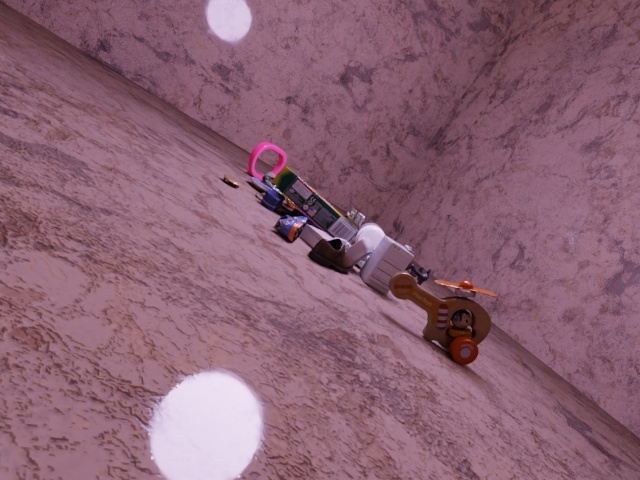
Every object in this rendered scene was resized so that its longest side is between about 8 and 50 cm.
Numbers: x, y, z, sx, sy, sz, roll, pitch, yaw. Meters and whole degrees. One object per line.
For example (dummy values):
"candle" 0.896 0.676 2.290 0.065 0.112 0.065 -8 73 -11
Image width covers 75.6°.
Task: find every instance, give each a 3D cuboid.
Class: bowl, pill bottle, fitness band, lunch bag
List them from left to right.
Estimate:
"fitness band" -0.294 -0.429 2.269 0.054 0.209 0.291 39 11 22
"lunch bag" -0.194 -0.162 1.676 0.067 0.065 0.098 39 19 9
"bowl" 0.138 0.049 1.559 0.053 0.142 0.142 60 16 12
"pill bottle" 0.268 -0.007 2.209 0.160 0.160 0.283 34 8 1

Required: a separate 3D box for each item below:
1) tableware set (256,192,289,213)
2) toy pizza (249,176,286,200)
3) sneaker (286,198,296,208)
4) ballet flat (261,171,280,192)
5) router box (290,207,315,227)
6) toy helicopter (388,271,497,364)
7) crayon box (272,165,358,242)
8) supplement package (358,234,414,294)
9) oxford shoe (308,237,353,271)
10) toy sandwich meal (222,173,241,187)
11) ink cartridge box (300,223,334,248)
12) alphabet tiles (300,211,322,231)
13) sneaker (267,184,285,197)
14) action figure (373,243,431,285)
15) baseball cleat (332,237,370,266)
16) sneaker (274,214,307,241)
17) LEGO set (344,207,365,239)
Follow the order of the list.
"tableware set" -0.205 -0.162 1.788 0.168 0.020 0.141 34 9 -2
"toy pizza" -0.255 -0.239 1.977 0.201 0.032 0.201 32 8 -5
"sneaker" -0.141 -0.189 2.090 0.067 0.064 0.175 14 -2 19
"ballet flat" -0.198 -0.266 2.025 0.213 0.072 0.068 31 45 18
"router box" -0.079 -0.090 1.794 0.092 0.038 0.122 31 10 -19
"toy helicopter" 0.374 0.196 1.269 0.355 0.235 0.140 33 9 -8
"crayon box" -0.030 -0.159 1.837 0.363 0.106 0.313 41 6 -22
"supplement package" 0.241 0.090 1.527 0.105 0.179 0.105 32 10 -16
"oxford shoe" 0.060 0.047 1.389 0.083 0.096 0.227 38 8 33
"toy sandwich meal" -0.347 -0.230 1.616 0.085 0.029 0.085 33 14 -9
"ink cartridge box" 0.000 0.000 1.541 0.099 0.056 0.135 40 10 36
"alphabet tiles" 0.017 -0.065 2.109 0.198 0.009 0.237 40 10 36
"sneaker" -0.200 -0.299 2.187 0.091 0.126 0.240 36 9 15
"action figure" 0.335 0.079 1.780 0.275 0.141 0.164 28 5 -13
"baseball cleat" 0.114 0.052 1.699 0.206 0.072 0.109 33 -7 -17
"sneaker" -0.101 -0.057 1.420 0.087 0.083 0.221 29 7 0
"LEGO set" 0.142 -0.052 1.919 0.060 0.182 0.244 24 11 -17
